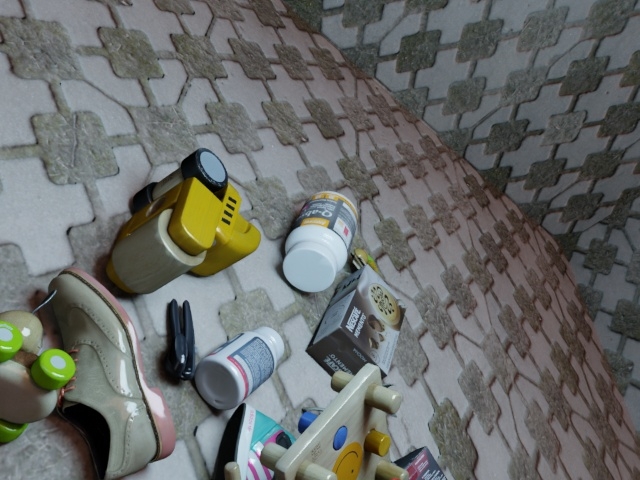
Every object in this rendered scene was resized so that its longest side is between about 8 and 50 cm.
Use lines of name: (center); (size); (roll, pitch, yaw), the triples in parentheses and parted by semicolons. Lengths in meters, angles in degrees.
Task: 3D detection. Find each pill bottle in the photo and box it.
pill bottle: (-0.148, 0.239, 1.162); (0.108, 0.108, 0.180); (53, 32, 4)
pill bottle: (0.000, 0.000, 1.554); (0.162, 0.162, 0.278); (42, 32, -14)

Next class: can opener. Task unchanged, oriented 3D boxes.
can opener: (-0.260, 0.182, 1.131); (0.059, 0.073, 0.186); (22, 31, -26)

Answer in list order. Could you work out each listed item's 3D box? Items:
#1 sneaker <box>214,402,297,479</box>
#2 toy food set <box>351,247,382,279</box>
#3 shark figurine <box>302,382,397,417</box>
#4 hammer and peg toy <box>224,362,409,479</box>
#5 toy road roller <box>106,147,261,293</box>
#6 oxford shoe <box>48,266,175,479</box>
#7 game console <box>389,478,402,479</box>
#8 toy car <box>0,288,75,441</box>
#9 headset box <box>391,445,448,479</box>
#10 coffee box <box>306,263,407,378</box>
sneaker: (-0.095, 0.436, 1.021); (0.178, 0.124, 0.295); (29, 35, -15)
toy food set: (0.140, 0.077, 1.697); (0.132, 0.038, 0.192); (49, 6, -5)
shark figurine: (0.069, 0.396, 1.317); (0.278, 0.166, 0.116); (3, 80, -70)
hammer and peg toy: (0.001, 0.387, 0.928); (0.361, 0.127, 0.266); (-37, 129, -42)
toy road roller: (-0.250, -0.004, 1.210); (0.240, 0.202, 0.329); (47, 28, -28)
oxford shoe: (-0.355, 0.200, 0.931); (0.130, 0.123, 0.348); (-17, 70, -51)
game console: (0.044, 0.593, 0.860); (0.342, 0.060, 0.386); (-23, 121, -57)
toy car: (-0.431, 0.158, 0.864); (0.149, 0.155, 0.188); (36, 21, -22)
headset box: (0.205, 0.590, 1.242); (0.218, 0.110, 0.293); (-15, 70, -56)
coffee box: (0.099, 0.215, 1.494); (0.168, 0.119, 0.297); (47, 31, -8)
